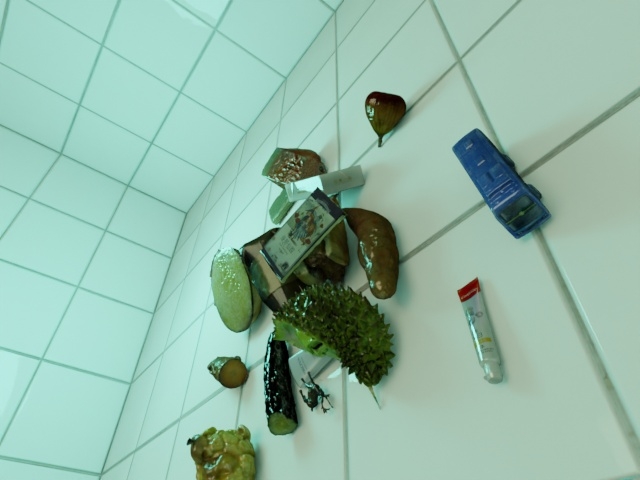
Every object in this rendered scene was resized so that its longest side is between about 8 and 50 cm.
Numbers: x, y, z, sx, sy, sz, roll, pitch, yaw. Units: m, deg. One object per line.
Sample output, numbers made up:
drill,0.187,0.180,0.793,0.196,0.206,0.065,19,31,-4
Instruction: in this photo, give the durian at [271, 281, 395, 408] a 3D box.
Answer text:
durian,0.020,0.194,0.945,0.158,0.169,0.356,-30,29,-32

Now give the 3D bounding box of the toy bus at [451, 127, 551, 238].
toy bus,0.311,-0.108,0.774,0.079,0.094,0.236,-47,29,28

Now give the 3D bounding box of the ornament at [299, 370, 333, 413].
ornament,-0.010,0.357,0.980,0.125,0.028,0.073,22,106,58

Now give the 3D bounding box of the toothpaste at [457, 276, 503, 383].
toothpaste,0.259,0.141,0.704,0.048,0.031,0.190,-47,27,35

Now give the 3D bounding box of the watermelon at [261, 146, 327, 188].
watermelon,-0.079,-0.254,1.590,0.192,0.140,0.257,-54,40,6

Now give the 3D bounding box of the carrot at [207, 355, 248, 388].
carrot,-0.322,0.430,1.439,0.263,0.102,0.101,-20,48,63

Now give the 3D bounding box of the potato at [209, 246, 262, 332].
potato,-0.279,0.167,1.513,0.239,0.116,0.298,-24,76,38

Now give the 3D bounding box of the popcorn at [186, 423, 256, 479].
popcorn,-0.239,0.562,1.095,0.194,0.164,0.140,36,120,33

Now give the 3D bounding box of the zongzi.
zongzi,-0.096,0.150,1.292,0.154,0.317,0.289,-27,64,-3

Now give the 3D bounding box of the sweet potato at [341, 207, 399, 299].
sweet potato,0.129,0.006,1.004,0.107,0.095,0.354,-13,36,-3

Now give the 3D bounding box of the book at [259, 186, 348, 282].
book,-0.051,-0.019,1.090,0.231,0.026,0.157,-47,40,5

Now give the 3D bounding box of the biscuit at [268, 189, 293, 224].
biscuit,-0.138,-0.163,1.717,0.199,0.041,0.121,-52,30,17

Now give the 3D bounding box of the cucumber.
cucumber,-0.112,0.356,1.126,0.081,0.072,0.303,-54,26,21

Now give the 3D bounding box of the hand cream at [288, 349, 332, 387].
hand cream,0.009,0.257,1.026,0.255,0.048,0.079,-47,53,27

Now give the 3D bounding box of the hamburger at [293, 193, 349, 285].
hamburger,0.000,0.000,1.172,0.156,0.245,0.282,-24,-2,19

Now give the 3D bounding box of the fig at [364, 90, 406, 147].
fig,0.190,-0.365,1.265,0.152,0.119,0.119,80,-171,-48

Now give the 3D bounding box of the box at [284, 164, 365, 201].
box,0.008,-0.172,1.333,0.233,0.150,0.066,-1,103,61
